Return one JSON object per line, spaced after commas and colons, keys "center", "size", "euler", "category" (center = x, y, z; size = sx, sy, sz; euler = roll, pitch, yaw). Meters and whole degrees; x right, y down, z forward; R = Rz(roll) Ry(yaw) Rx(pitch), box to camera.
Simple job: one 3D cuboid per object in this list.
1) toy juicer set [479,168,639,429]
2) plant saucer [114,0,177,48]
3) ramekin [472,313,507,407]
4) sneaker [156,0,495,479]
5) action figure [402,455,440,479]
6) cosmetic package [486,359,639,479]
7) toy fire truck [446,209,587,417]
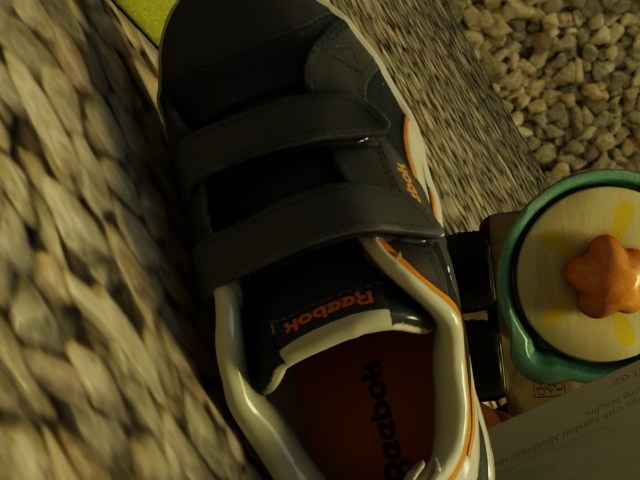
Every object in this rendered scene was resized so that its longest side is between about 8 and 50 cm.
{"center": [0.190, 0.054, 0.995], "size": [0.089, 0.329, 0.209], "euler": [-116, -177, -81], "category": "toy juicer set"}
{"center": [-0.110, -0.205, 0.922], "size": [0.188, 0.045, 0.188], "euler": [46, 22, -54], "category": "plant saucer"}
{"center": [0.251, 0.138, 1.471], "size": [0.277, 0.135, 0.277], "euler": [57, 14, -23], "category": "ramekin"}
{"center": [0.000, 0.000, 0.764], "size": [0.127, 0.126, 0.321], "euler": [36, 31, -76], "category": "sneaker"}
{"center": [0.065, 0.214, 0.601], "size": [0.185, 0.099, 0.285], "euler": [70, 9, -62], "category": "action figure"}
{"center": [0.190, 0.198, 0.895], "size": [0.138, 0.224, 0.224], "euler": [54, 15, -37], "category": "cosmetic package"}
{"center": [0.149, 0.085, 1.184], "size": [0.246, 0.159, 0.217], "euler": [-18, 101, -80], "category": "toy fire truck"}
